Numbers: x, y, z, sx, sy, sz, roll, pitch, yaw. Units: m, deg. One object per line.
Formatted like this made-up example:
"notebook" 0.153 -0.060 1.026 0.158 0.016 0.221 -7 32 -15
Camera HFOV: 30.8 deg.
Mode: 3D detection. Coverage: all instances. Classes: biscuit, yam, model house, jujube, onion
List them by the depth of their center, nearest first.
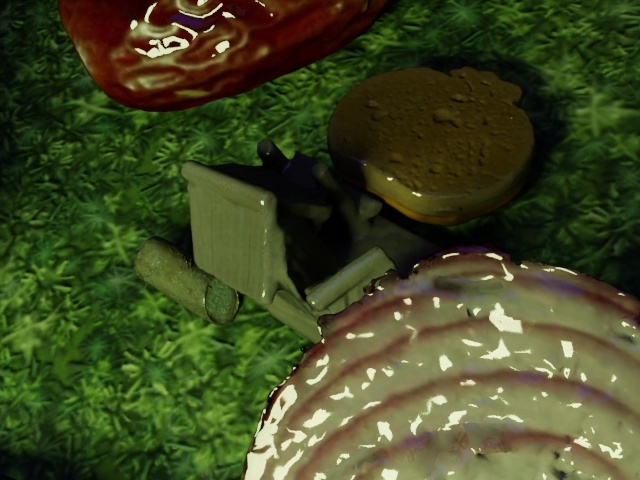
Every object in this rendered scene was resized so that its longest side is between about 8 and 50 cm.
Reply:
"onion" 0.122 0.147 0.685 0.314 0.146 0.280 18 99 14
"model house" -0.002 0.008 0.861 0.229 0.188 0.122 33 87 33
"yam" -0.109 0.032 0.950 0.094 0.043 0.043 28 69 31
"biscuit" 0.096 -0.080 0.951 0.170 0.050 0.170 -1 48 1
"jujube" -0.074 -0.246 1.039 0.318 0.223 0.223 -29 53 6

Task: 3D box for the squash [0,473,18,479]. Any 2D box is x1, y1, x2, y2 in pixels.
"squash" -0.182 0.234 0.813 0.331 0.087 0.087 25 68 31
